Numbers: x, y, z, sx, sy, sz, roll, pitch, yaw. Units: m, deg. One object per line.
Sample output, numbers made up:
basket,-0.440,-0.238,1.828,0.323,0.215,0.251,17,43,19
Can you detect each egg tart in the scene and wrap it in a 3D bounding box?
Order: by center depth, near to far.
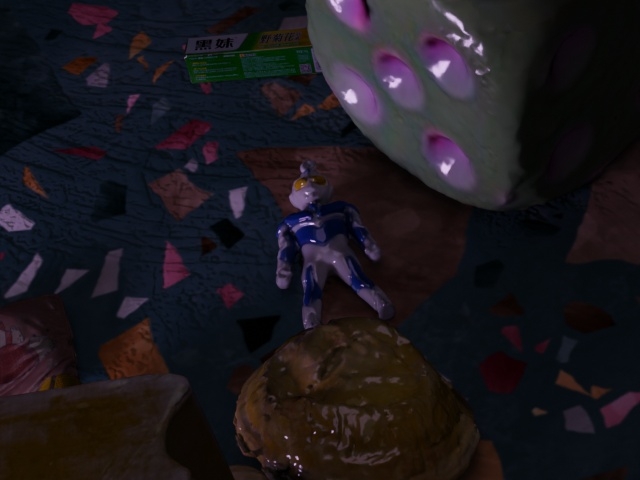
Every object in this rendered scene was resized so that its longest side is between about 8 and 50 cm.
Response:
egg tart,0.033,0.149,1.657,0.232,0.098,0.252,1,34,3

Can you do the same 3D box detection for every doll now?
doll,0.000,0.000,1.860,0.114,0.057,0.227,-19,48,1

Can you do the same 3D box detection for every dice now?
dice,0.191,-0.248,1.859,0.322,0.330,0.318,-39,57,-21

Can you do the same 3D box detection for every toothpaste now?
toothpaste,-0.068,-0.217,2.085,0.178,0.043,0.037,-4,47,10

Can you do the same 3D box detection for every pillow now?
pillow,-0.370,0.138,1.825,0.248,0.049,0.135,-17,47,-8

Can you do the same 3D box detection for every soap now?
soap,-0.200,0.279,1.466,0.293,0.335,0.156,-10,46,9

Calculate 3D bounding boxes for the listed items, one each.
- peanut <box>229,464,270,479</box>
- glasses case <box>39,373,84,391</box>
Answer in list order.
peanut,-0.109,0.241,1.648,0.187,0.082,0.082,3,49,18
glasses case,-0.246,0.228,1.688,0.064,0.079,0.234,-14,45,14
